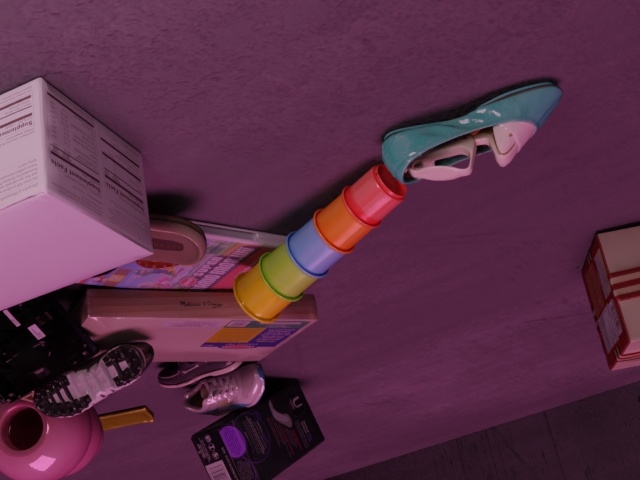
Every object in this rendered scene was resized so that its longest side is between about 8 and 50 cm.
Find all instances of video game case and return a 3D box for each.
[{"bbox_3d":[-0.209,0.030,1.367,0.285,0.025,0.204,10,148,-38],"label":"video game case"}]

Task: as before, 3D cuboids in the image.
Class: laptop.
[{"bbox_3d":[-0.528,0.139,1.366,0.264,0.136,0.234,-30,141,-7],"label":"laptop"}]

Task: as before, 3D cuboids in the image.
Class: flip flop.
[{"bbox_3d":[-0.295,0.011,1.184,0.277,0.080,0.112,7,148,-7],"label":"flip flop"}]

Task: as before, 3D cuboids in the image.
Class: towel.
[{"bbox_3d":[-0.527,0.443,2.106,0.237,0.021,0.102,-11,156,-2],"label":"towel"}]

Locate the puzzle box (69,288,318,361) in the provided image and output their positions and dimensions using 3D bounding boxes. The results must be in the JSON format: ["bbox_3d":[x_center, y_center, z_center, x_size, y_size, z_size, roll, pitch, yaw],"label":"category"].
[{"bbox_3d":[-0.242,0.157,1.553,0.409,0.052,0.272,4,155,-28],"label":"puzzle box"}]

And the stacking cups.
[{"bbox_3d":[0.000,0.000,1.306,0.096,0.096,0.316,15,132,-45],"label":"stacking cups"}]

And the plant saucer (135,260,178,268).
[{"bbox_3d":[-0.232,0.019,1.284,0.083,0.013,0.083,-9,155,-4],"label":"plant saucer"}]

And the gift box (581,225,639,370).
[{"bbox_3d":[0.665,0.101,1.645,0.258,0.255,0.276,-11,162,3],"label":"gift box"}]

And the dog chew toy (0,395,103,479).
[{"bbox_3d":[-0.549,0.399,1.810,0.207,0.206,0.332,-13,164,3],"label":"dog chew toy"}]

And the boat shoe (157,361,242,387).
[{"bbox_3d":[-0.256,0.247,1.792,0.206,0.075,0.065,-18,112,25],"label":"boat shoe"}]

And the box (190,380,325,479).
[{"bbox_3d":[-0.141,0.460,2.033,0.143,0.165,0.270,-27,176,34],"label":"box"}]

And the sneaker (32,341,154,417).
[{"bbox_3d":[-0.376,0.233,1.484,0.234,0.078,0.106,-27,180,17],"label":"sneaker"}]

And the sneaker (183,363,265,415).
[{"bbox_3d":[-0.212,0.337,1.947,0.092,0.087,0.229,15,142,-43],"label":"sneaker"}]

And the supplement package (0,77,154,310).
[{"bbox_3d":[-0.363,-0.036,1.012,0.262,0.145,0.204,-19,154,16],"label":"supplement package"}]

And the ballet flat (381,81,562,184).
[{"bbox_3d":[0.204,-0.128,1.143,0.247,0.087,0.083,-17,155,10],"label":"ballet flat"}]

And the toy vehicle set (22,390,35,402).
[{"bbox_3d":[-0.528,0.234,1.547,0.267,0.035,0.166,27,142,-33],"label":"toy vehicle set"}]
